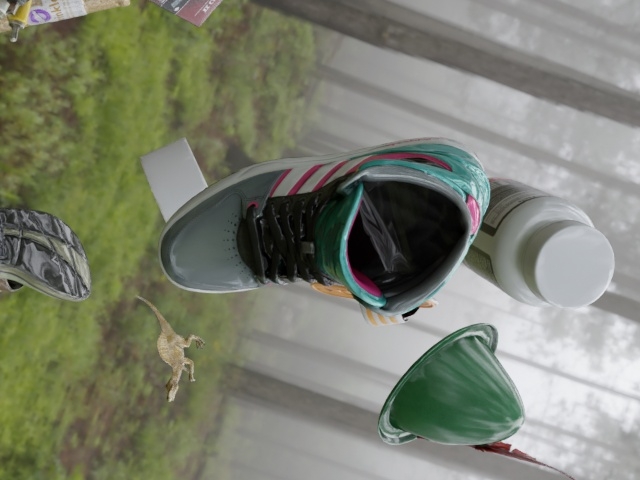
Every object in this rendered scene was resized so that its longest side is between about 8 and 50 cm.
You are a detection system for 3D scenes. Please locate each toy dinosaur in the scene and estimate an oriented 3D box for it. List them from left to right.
[{"bbox_3d":[-0.235,0.164,1.601,0.053,0.092,0.183,-28,-111,25],"label":"toy dinosaur"}]

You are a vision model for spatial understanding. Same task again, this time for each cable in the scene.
[{"bbox_3d":[-0.497,-0.482,1.671,0.139,0.072,0.287,48,51,-51],"label":"cable"}]

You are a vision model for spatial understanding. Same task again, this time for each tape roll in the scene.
[{"bbox_3d":[-0.249,-0.053,1.948,0.286,0.100,0.286,155,-90,-85],"label":"tape roll"}]

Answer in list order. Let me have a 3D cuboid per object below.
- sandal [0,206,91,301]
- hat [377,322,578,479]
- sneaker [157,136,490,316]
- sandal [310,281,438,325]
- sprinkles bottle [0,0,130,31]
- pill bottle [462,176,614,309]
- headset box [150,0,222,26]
[{"bbox_3d":[-0.438,0.014,1.350,0.086,0.303,0.120,-26,-120,35],"label":"sandal"},{"bbox_3d":[0.196,0.208,1.080,0.208,0.183,0.173,-19,139,-37],"label":"hat"},{"bbox_3d":[0.000,0.000,0.811,0.178,0.295,0.124,-86,159,-75],"label":"sneaker"},{"bbox_3d":[0.091,0.118,1.812,0.102,0.265,0.076,33,67,-51],"label":"sandal"},{"bbox_3d":[-0.564,-0.488,1.986,0.121,0.355,0.121,166,-90,-85],"label":"sprinkles bottle"},{"bbox_3d":[0.337,0.006,1.615,0.318,0.176,0.176,-135,-116,-72],"label":"pill bottle"},{"bbox_3d":[-0.256,-0.434,1.413,0.110,0.218,0.293,-47,164,12],"label":"headset box"}]
